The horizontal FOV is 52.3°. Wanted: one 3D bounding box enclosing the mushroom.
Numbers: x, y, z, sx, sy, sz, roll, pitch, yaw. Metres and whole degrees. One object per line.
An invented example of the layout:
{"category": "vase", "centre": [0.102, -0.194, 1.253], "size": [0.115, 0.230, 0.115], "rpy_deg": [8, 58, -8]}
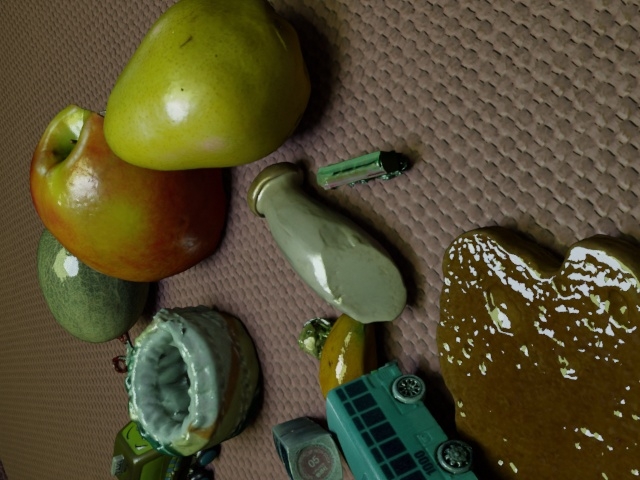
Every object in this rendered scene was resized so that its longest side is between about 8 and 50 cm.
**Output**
{"category": "mushroom", "centre": [0.000, 0.000, 1.021], "size": [0.350, 0.128, 0.128], "rpy_deg": [49, 130, 35]}

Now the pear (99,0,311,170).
{"category": "pear", "centre": [-0.184, -0.240, 1.026], "size": [0.284, 0.337, 0.284], "rpy_deg": [59, 163, 30]}

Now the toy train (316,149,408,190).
{"category": "toy train", "centre": [0.064, -0.103, 0.964], "size": [0.148, 0.071, 0.038], "rpy_deg": [-10, 90, 48]}

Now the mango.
{"category": "mango", "centre": [0.044, 0.186, 1.023], "size": [0.115, 0.089, 0.164], "rpy_deg": [167, 104, -77]}

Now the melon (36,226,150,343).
{"category": "melon", "centre": [-0.519, 0.074, 1.505], "size": [0.249, 0.249, 0.328], "rpy_deg": [12, 111, 46]}

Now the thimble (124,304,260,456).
{"category": "thimble", "centre": [-0.257, 0.273, 1.298], "size": [0.254, 0.167, 0.287], "rpy_deg": [-10, 83, 37]}

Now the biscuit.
{"category": "biscuit", "centre": [0.275, 0.151, 0.782], "size": [0.359, 0.074, 0.380], "rpy_deg": [-39, 67, 45]}

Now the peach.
{"category": "peach", "centre": [-0.349, -0.062, 1.259], "size": [0.242, 0.380, 0.306], "rpy_deg": [35, 96, 39]}

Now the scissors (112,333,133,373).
{"category": "scissors", "centre": [-0.471, 0.299, 1.668], "size": [0.248, 0.017, 0.144], "rpy_deg": [14, 108, 44]}

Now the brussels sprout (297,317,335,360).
{"category": "brussels sprout", "centre": [-0.003, 0.166, 1.104], "size": [0.085, 0.058, 0.085], "rpy_deg": [-1, 88, 33]}

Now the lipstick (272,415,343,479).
{"category": "lipstick", "centre": [-0.028, 0.338, 1.053], "size": [0.289, 0.076, 0.077], "rpy_deg": [128, 124, -78]}

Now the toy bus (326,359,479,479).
{"category": "toy bus", "centre": [0.114, 0.305, 0.885], "size": [0.256, 0.147, 0.128], "rpy_deg": [-125, 22, -46]}

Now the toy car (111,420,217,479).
{"category": "toy car", "centre": [-0.365, 0.465, 1.446], "size": [0.204, 0.198, 0.247], "rpy_deg": [37, 121, 39]}
